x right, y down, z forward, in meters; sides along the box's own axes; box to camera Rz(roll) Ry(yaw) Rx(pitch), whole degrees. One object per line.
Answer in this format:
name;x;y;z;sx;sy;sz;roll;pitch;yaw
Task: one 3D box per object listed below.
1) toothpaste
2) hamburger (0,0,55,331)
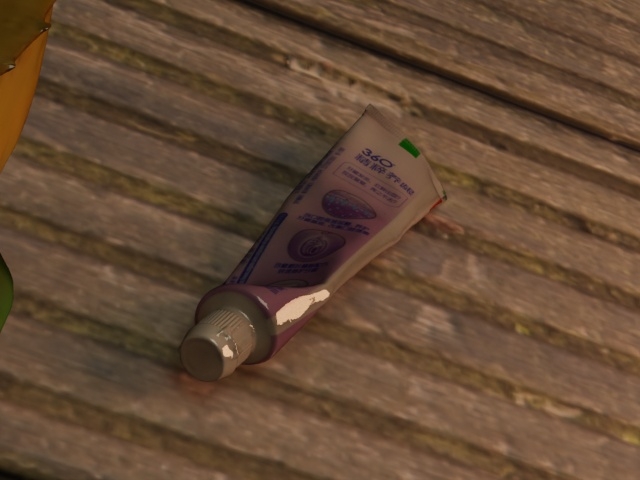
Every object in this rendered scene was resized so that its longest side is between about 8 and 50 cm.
toothpaste;0.000;0.000;1.018;0.075;0.048;0.301;25;33;14
hamburger;-0.301;-0.044;0.675;0.396;0.277;0.395;18;34;-13
